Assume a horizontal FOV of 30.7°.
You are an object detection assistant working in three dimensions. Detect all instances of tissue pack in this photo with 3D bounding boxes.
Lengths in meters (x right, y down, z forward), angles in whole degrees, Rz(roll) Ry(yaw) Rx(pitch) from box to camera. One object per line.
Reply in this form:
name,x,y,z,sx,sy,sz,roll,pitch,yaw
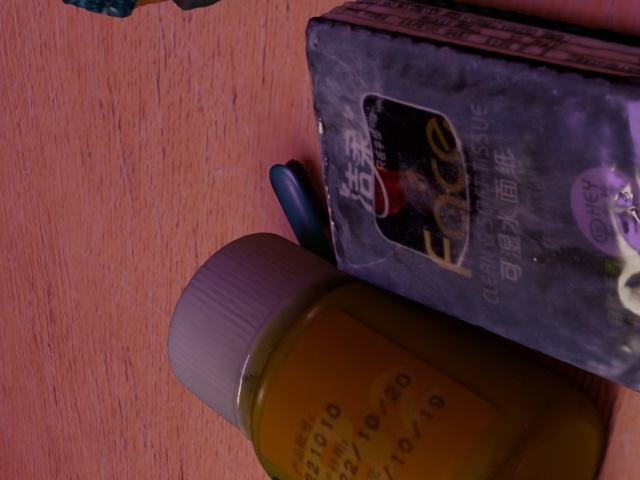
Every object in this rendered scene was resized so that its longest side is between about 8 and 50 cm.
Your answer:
tissue pack,0.154,-0.049,0.932,0.361,0.122,0.259,22,129,39

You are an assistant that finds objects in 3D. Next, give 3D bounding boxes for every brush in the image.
brush,0.000,0.000,1.222,0.043,0.032,0.193,-3,120,47

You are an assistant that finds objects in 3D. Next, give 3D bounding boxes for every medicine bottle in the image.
medicine bottle,0.046,0.152,1.086,0.384,0.224,0.224,31,132,35

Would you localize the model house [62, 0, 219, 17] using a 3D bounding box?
model house,-0.177,-0.320,1.039,0.184,0.291,0.253,52,141,8
